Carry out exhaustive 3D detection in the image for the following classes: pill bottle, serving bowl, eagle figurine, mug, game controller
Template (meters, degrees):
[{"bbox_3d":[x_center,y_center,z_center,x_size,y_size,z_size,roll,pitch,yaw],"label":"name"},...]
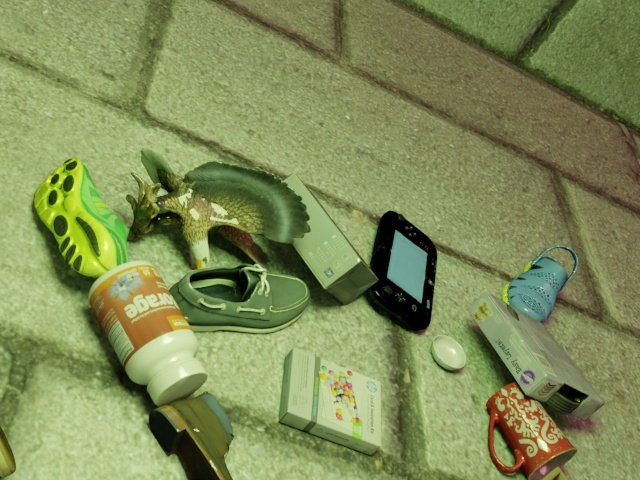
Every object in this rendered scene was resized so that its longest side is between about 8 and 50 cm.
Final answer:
[{"bbox_3d":[-0.269,0.148,1.267,0.121,0.121,0.216,-11,58,-45],"label":"pill bottle"},{"bbox_3d":[0.264,0.240,1.681,0.083,0.027,0.083,23,38,-19],"label":"serving bowl"},{"bbox_3d":[-0.200,-0.044,1.477,0.298,0.225,0.226,-4,27,-27],"label":"eagle figurine"},{"bbox_3d":[0.400,0.374,1.582,0.150,0.113,0.169,2,45,-40],"label":"mug"},{"bbox_3d":[0.186,0.062,1.778,0.166,0.067,0.319,29,38,-10],"label":"game controller"}]

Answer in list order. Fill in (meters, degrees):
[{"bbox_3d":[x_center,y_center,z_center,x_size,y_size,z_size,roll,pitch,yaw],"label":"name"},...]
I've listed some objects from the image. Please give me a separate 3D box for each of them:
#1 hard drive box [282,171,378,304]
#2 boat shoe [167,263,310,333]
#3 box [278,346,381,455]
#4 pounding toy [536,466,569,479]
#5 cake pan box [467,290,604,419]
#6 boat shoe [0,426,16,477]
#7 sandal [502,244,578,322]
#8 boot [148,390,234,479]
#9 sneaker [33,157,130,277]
[{"bbox_3d":[0.000,0.000,1.604,0.232,0.089,0.181,53,3,20],"label":"hard drive box"},{"bbox_3d":[-0.133,0.097,1.451,0.319,0.099,0.116,-1,50,-40],"label":"boat shoe"},{"bbox_3d":[0.020,0.285,1.425,0.186,0.038,0.145,25,38,-17],"label":"box"},{"bbox_3d":[0.427,0.517,1.475,0.141,0.100,0.130,56,26,19],"label":"pounding toy"},{"bbox_3d":[0.463,0.249,1.713,0.246,0.070,0.267,25,25,-39],"label":"cake pan box"},{"bbox_3d":[-0.531,0.192,1.034,0.123,0.123,0.342,-39,83,-22],"label":"boat shoe"},{"bbox_3d":[0.548,0.101,1.976,0.126,0.138,0.317,41,38,2],"label":"sandal"},{"bbox_3d":[-0.153,0.320,1.209,0.219,0.082,0.106,48,40,18],"label":"boot"},{"bbox_3d":[-0.406,-0.028,1.383,0.295,0.109,0.123,57,4,38],"label":"sneaker"}]
